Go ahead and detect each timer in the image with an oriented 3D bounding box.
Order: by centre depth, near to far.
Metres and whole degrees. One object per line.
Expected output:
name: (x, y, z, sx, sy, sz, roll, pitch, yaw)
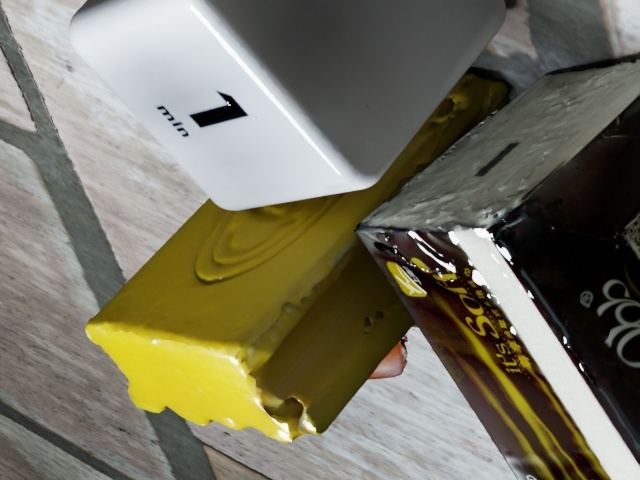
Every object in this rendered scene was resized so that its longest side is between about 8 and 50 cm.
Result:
timer: (-0.025, -0.154, 1.343, 0.194, 0.192, 0.195, 48, 154, -19)

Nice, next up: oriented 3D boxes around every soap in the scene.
soap: (0.000, 0.000, 1.427, 0.204, 0.324, 0.096, 6, 136, 47)

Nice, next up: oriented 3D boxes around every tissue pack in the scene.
tissue pack: (0.219, 0.072, 1.315, 0.370, 0.210, 0.198, 58, 160, -17)

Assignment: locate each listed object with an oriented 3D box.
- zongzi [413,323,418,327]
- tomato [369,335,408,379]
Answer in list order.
zongzi: (0.168, 0.035, 1.569, 0.189, 0.081, 0.178, 25, 137, 8)
tomato: (-0.014, 0.049, 1.676, 0.199, 0.112, 0.228, 63, 172, 2)
